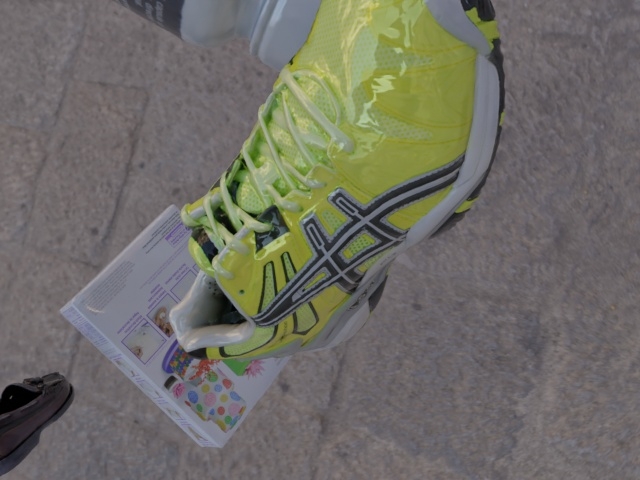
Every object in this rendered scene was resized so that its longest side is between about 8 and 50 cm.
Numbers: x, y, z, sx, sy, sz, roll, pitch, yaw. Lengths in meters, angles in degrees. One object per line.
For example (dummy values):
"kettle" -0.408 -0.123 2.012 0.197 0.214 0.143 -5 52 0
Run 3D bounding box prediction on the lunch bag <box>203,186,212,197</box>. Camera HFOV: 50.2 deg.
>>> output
"lunch bag" -0.173 -0.064 1.166 0.083 0.071 0.053 -18 109 11

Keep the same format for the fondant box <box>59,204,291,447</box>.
"fondant box" -0.219 0.143 1.131 0.330 0.238 0.096 47 146 -11

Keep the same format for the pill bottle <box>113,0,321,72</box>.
"pill bottle" -0.127 -0.286 0.550 0.360 0.204 0.204 28 95 -7

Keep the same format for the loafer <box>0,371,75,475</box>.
"loafer" -0.492 0.275 1.125 0.109 0.302 0.095 -20 103 3

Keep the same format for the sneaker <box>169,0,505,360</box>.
"sneaker" -0.007 -0.024 0.465 0.145 0.147 0.385 53 143 29
